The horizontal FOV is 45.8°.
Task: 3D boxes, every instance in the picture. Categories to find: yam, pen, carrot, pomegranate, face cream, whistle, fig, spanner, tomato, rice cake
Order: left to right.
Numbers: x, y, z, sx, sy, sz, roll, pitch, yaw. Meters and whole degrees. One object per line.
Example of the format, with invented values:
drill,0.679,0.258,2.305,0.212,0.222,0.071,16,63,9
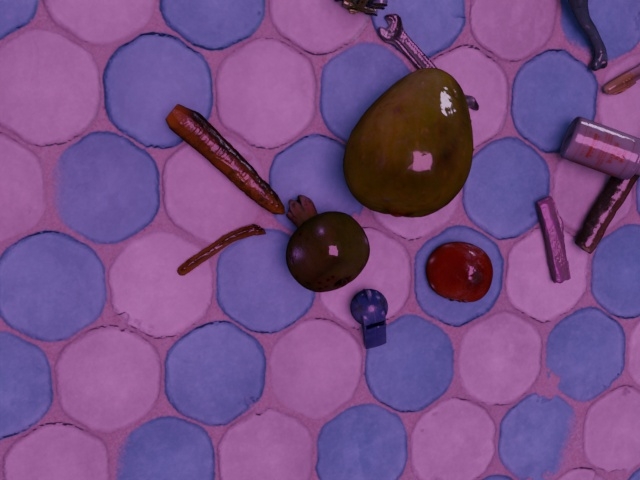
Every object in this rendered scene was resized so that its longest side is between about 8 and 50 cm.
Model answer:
carrot,-0.185,-0.161,1.564,0.314,0.066,0.066,42,87,-14
pomegranate,0.013,0.000,1.578,0.179,0.179,0.211,-7,86,-12
whistle,0.108,0.160,1.669,0.090,0.090,0.158,-18,139,-10
fig,0.193,-0.205,1.554,0.258,0.258,0.327,25,78,-14
spanner,0.237,-0.371,1.659,0.302,0.017,0.071,43,86,-14
tomato,0.320,0.074,1.691,0.159,0.091,0.139,14,92,-12
rice cake,0.539,-0.002,1.758,0.047,0.036,0.207,-17,100,-20
yam,0.680,-0.095,1.769,0.061,0.061,0.274,31,90,-14
face cream,0.674,-0.190,1.700,0.251,0.101,0.101,21,92,3
pen,0.756,-0.395,1.764,0.233,0.032,0.040,-28,125,-9

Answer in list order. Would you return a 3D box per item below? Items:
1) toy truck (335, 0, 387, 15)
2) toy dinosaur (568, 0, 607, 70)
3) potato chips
toy truck,0.081,-0.507,1.533,0.100,0.169,0.077,7,97,-7
toy dinosaur,0.627,-0.622,1.687,0.330,0.129,0.384,36,87,-25
potato chips,-0.212,0.016,1.601,0.204,0.026,0.037,-29,115,-9
